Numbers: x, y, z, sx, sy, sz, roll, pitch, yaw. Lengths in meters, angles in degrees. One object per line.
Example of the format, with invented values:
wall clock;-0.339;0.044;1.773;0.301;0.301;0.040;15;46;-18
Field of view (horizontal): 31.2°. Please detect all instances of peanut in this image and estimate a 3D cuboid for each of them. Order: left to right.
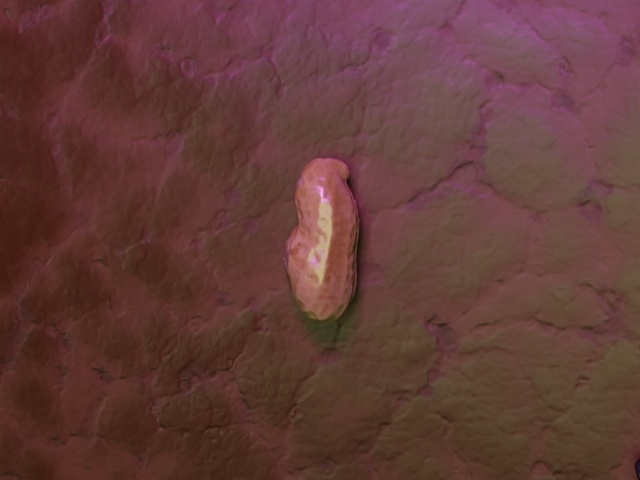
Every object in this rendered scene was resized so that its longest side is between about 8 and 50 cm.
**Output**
peanut;0.000;0.000;1.203;0.080;0.080;0.174;3;93;13

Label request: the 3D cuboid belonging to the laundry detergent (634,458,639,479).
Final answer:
laundry detergent;0.368;0.322;1.151;0.099;0.070;0.225;-20;92;21
